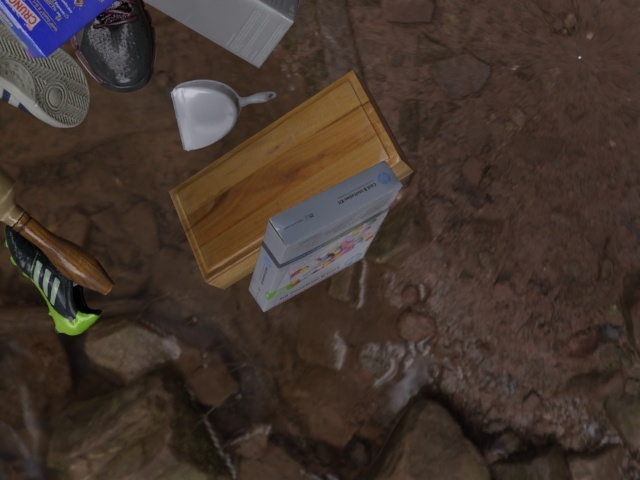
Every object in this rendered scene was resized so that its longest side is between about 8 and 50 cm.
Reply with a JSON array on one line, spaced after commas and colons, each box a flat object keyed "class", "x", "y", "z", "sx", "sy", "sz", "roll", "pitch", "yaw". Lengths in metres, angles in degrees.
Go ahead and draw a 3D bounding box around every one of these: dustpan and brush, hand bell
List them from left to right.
[{"class": "hand bell", "x": -0.339, "y": -0.018, "z": 1.021, "sx": 0.242, "sy": 0.126, "sz": 0.126, "roll": 40, "pitch": 111, "yaw": -19}, {"class": "dustpan and brush", "x": -0.193, "y": -0.276, "z": 1.822, "sx": 0.211, "sy": 0.060, "sz": 0.147, "roll": -10, "pitch": 124, "yaw": -4}]

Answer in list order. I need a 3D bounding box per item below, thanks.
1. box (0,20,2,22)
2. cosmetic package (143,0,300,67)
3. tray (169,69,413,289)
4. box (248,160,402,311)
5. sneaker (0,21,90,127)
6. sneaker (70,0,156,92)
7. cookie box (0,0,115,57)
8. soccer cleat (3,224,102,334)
[{"class": "box", "x": -0.682, "y": -0.564, "z": 1.890, "sx": 0.059, "sy": 0.233, "sz": 0.183, "roll": 11, "pitch": 110, "yaw": -33}, {"class": "cosmetic package", "x": -0.167, "y": -0.416, "z": 1.494, "sx": 0.238, "sy": 0.107, "sz": 0.127, "roll": 31, "pitch": 133, "yaw": -19}, {"class": "tray", "x": -0.062, "y": -0.105, "z": 1.569, "sx": 0.411, "sy": 0.076, "sz": 0.203, "roll": -32, "pitch": 65, "yaw": 15}, {"class": "box", "x": 0.000, "y": 0.000, "z": 0.953, "sx": 0.145, "sy": 0.186, "sz": 0.038, "roll": -28, "pitch": 74, "yaw": -22}, {"class": "sneaker", "x": -0.547, "y": -0.297, "z": 1.493, "sx": 0.148, "sy": 0.350, "sz": 0.131, "roll": 8, "pitch": 75, "yaw": 30}, {"class": "sneaker", "x": -0.276, "y": -0.329, "z": 1.066, "sx": 0.106, "sy": 0.162, "sz": 0.281, "roll": -16, "pitch": 86, "yaw": -8}, {"class": "cookie box", "x": -0.232, "y": -0.225, "z": 0.753, "sx": 0.040, "sy": 0.107, "sz": 0.092, "roll": 13, "pitch": 144, "yaw": 53}, {"class": "soccer cleat", "x": -0.365, "y": 0.045, "z": 1.203, "sx": 0.072, "sy": 0.060, "sz": 0.179, "roll": -31, "pitch": 93, "yaw": 14}]
